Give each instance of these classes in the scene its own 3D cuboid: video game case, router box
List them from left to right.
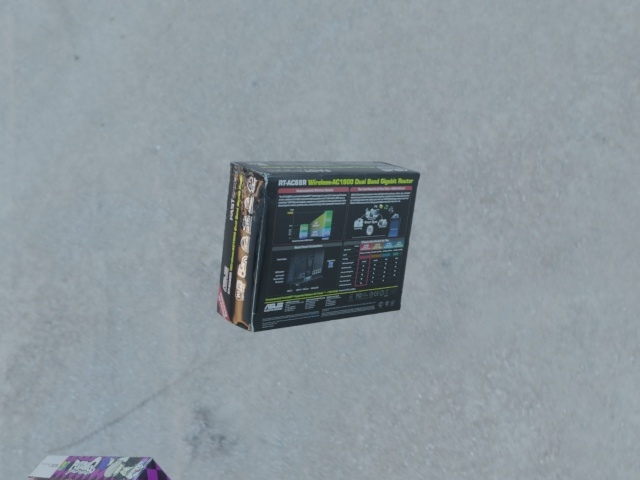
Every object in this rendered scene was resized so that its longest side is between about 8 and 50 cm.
[{"bbox_3d":[-0.184,0.324,0.940,0.210,0.232,0.042,-14,29,44],"label":"video game case"},{"bbox_3d":[0.000,0.000,0.522,0.038,0.123,0.092,23,110,47],"label":"router box"}]
